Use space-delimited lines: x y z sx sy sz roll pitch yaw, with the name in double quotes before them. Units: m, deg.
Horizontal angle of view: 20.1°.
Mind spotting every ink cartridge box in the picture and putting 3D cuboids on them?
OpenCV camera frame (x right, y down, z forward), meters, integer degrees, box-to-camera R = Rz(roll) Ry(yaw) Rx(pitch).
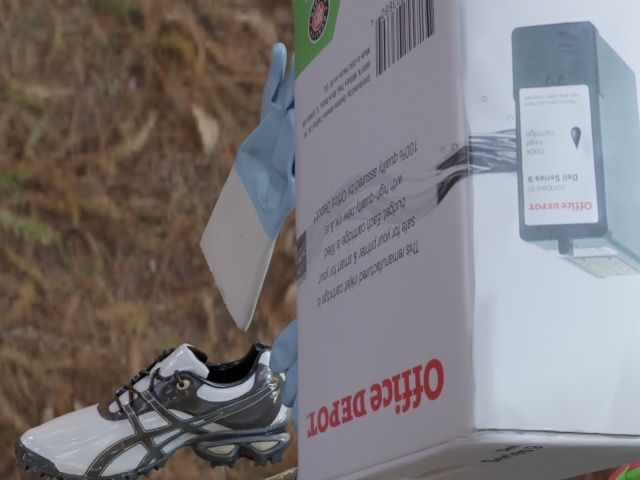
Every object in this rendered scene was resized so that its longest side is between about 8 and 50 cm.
"ink cartridge box" 0.075 -0.027 0.877 0.121 0.211 0.289 5 75 -21

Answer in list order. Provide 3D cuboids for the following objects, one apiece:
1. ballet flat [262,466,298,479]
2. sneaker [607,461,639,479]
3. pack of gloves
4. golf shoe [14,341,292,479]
"ballet flat" -0.023 0.243 1.401 0.348 0.123 0.123 -3 56 -45
"sneaker" 0.229 0.261 1.159 0.202 0.483 0.185 40 47 12
"pack of gloves" 0.000 0.000 1.155 0.046 0.232 0.195 -7 53 -26
"golf shoe" -0.118 0.115 1.260 0.198 0.094 0.077 -7 23 -17
